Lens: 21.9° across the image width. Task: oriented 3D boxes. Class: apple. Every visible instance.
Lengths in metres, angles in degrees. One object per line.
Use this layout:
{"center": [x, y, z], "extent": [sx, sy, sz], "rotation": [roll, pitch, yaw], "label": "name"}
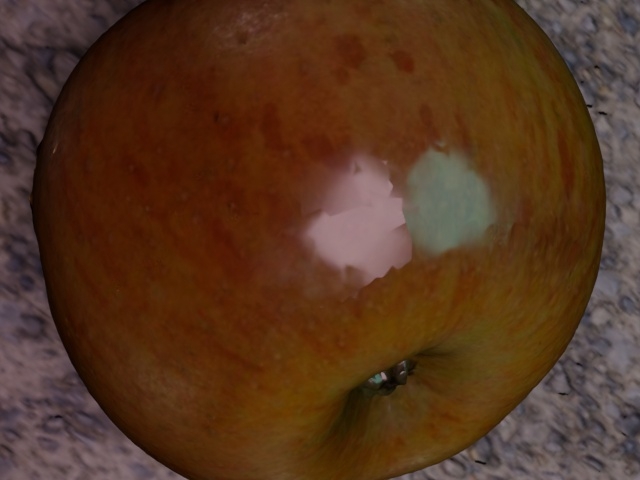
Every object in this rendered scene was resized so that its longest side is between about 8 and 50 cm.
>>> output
{"center": [0.000, 0.000, 1.118], "extent": [0.400, 0.400, 0.334], "rotation": [-5, 69, -15], "label": "apple"}
